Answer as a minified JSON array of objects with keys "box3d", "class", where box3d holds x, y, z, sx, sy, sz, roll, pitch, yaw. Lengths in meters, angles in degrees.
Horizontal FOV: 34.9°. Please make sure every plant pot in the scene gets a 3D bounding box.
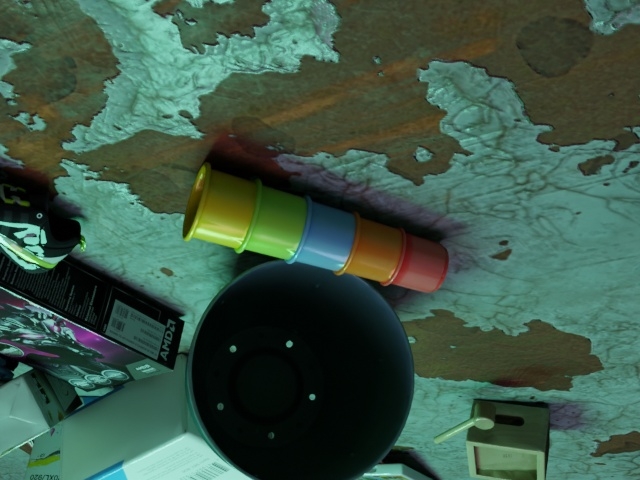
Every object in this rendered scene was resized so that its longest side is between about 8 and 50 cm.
[{"box3d":[-0.050,0.190,1.376,0.293,0.293,0.235,15,163,-12],"class":"plant pot"}]

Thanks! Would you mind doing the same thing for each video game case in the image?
[{"box3d":[0.112,0.485,2.065,0.206,0.026,0.227,-7,155,25],"class":"video game case"}]

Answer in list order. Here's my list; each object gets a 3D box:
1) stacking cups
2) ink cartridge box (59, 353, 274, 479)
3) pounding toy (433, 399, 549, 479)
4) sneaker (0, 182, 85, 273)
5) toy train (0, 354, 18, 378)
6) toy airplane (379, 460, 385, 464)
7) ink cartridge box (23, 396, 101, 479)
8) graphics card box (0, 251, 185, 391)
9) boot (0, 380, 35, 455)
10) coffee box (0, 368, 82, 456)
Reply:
[{"box3d":[0.000,0.000,1.202,0.316,0.096,0.096,18,149,-15],"class":"stacking cups"},{"box3d":[-0.223,0.398,1.818,0.285,0.166,0.395,-29,137,21],"class":"ink cartridge box"},{"box3d":[0.284,0.308,1.682,0.181,0.094,0.206,5,141,16],"class":"pounding toy"},{"box3d":[-0.385,-0.048,1.268,0.097,0.084,0.235,-30,139,14],"class":"sneaker"},{"box3d":[-0.551,0.163,1.660,0.105,0.080,0.184,14,154,8],"class":"toy train"},{"box3d":[0.057,0.401,1.959,0.151,0.028,0.151,5,147,3],"class":"toy airplane"},{"box3d":[-0.443,0.437,1.946,0.171,0.232,0.168,-2,149,18],"class":"ink cartridge box"},{"box3d":[-0.415,0.105,1.501,0.233,0.094,0.371,-18,142,39],"class":"graphics card box"},{"box3d":[-0.675,0.360,2.014,0.280,0.096,0.264,-2,149,20],"class":"boot"},{"box3d":[-0.489,0.275,1.651,0.141,0.098,0.246,-28,-179,0],"class":"coffee box"}]
